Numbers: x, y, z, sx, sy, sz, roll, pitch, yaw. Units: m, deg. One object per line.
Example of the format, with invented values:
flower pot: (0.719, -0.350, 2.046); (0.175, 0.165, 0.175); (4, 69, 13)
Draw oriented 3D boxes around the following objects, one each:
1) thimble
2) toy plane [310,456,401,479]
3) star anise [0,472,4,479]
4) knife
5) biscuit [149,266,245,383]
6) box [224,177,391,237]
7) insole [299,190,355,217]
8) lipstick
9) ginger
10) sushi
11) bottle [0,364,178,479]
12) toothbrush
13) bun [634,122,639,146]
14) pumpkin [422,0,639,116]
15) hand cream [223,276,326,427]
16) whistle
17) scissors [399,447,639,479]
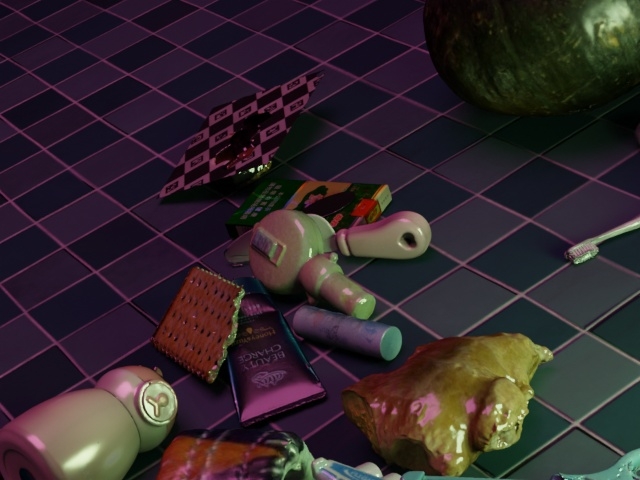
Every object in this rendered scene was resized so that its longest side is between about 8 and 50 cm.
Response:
thimble: (-0.084, 0.315, 1.549); (0.150, 0.237, 0.237); (-2, 35, 17)
toy plane: (0.086, 0.317, 1.487); (0.267, 0.122, 0.267); (16, 27, -8)
star anise: (-0.415, 0.303, 1.874); (0.191, 0.070, 0.097); (-26, 30, -16)
knife: (0.000, -0.003, 2.111); (0.336, 0.081, 0.043); (-5, 29, 22)
biscuit: (-0.166, 0.112, 2.003); (0.203, 0.016, 0.144); (19, 78, 57)
box: (-0.020, -0.045, 2.231); (0.235, 0.034, 0.132); (6, 39, 33)
insole: (-0.015, -0.039, 2.184); (0.153, 0.002, 0.053); (-29, 34, -14)
lipstick: (0.034, 0.124, 1.932); (0.158, 0.048, 0.048); (12, 43, 40)
ginger: (0.174, 0.179, 1.703); (0.270, 0.123, 0.219); (-31, 31, -19)
sushi: (-0.124, -0.167, 2.463); (0.264, 0.050, 0.290); (-15, 31, 32)
bottle: (-0.282, 0.245, 1.829); (0.147, 0.147, 0.236); (15, 37, 42)
toothbrush: (0.465, -0.036, 1.981); (0.288, 0.021, 0.024); (-26, 43, -11)
bun: (0.507, -0.164, 2.132); (0.083, 0.045, 0.083); (-10, 29, 6)
pumpkin: (0.381, -0.374, 2.240); (0.454, 0.344, 0.454); (-31, 21, 13)
hand cream: (-0.084, 0.151, 1.956); (0.120, 0.061, 0.270); (-19, 39, -7)
whistle: (-0.022, 0.039, 2.043); (0.067, 0.126, 0.258); (5, 23, -48)
scissors: (0.272, 0.260, 1.474); (0.393, 0.032, 0.180); (5, 24, -5)
